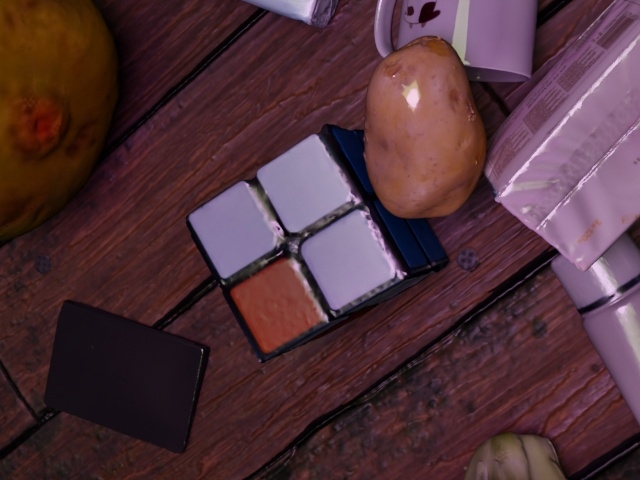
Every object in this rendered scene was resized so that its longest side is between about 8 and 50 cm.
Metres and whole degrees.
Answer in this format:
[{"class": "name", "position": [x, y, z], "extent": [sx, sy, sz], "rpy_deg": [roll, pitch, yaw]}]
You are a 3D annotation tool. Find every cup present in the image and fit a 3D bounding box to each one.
[{"class": "cup", "position": [0.140, -0.234, 1.043], "extent": [0.134, 0.173, 0.142], "rpy_deg": [4, 93, -13]}]

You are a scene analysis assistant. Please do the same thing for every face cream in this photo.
[{"class": "face cream", "position": [0.336, 0.130, 1.006], "extent": [0.143, 0.089, 0.314], "rpy_deg": [-31, 85, -18]}]

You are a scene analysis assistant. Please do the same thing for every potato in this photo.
[{"class": "potato", "position": [0.093, -0.098, 0.946], "extent": [0.109, 0.118, 0.178], "rpy_deg": [34, 144, 44]}]

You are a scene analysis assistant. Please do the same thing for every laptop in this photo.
[{"class": "laptop", "position": [-0.230, 0.159, 1.233], "extent": [0.197, 0.016, 0.135], "rpy_deg": [17, 99, 18]}]

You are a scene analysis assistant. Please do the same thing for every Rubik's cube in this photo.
[{"class": "Rubik's cube", "position": [0.000, 0.001, 1.060], "extent": [0.180, 0.183, 0.167], "rpy_deg": [-31, 82, 16]}]

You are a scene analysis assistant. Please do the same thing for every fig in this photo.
[{"class": "fig", "position": [-0.391, -0.166, 1.121], "extent": [0.343, 0.343, 0.343], "rpy_deg": [1, 93, 18]}]

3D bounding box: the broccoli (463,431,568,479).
[{"class": "broccoli", "position": [0.194, 0.316, 0.983], "extent": [0.347, 0.293, 0.281], "rpy_deg": [-15, 50, 8]}]

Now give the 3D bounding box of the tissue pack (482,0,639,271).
[{"class": "tissue pack", "position": [0.262, -0.109, 0.959], "extent": [0.124, 0.185, 0.225], "rpy_deg": [39, 105, -7]}]

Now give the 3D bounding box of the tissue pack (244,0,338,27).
[{"class": "tissue pack", "position": [-0.087, -0.351, 1.119], "extent": [0.263, 0.089, 0.177], "rpy_deg": [23, 101, 13]}]
